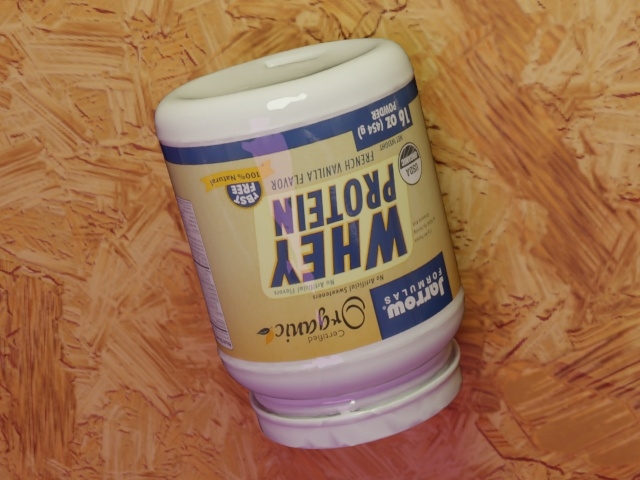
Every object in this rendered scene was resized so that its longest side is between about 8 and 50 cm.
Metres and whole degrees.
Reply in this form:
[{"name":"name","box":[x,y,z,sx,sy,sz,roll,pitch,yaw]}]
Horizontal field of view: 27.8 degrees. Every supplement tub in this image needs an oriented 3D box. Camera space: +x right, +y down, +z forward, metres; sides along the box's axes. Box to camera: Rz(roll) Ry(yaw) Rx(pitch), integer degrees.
[{"name":"supplement tub","box":[0.000,0.000,1.140,0.228,0.228,0.316,-7,108,25]}]
